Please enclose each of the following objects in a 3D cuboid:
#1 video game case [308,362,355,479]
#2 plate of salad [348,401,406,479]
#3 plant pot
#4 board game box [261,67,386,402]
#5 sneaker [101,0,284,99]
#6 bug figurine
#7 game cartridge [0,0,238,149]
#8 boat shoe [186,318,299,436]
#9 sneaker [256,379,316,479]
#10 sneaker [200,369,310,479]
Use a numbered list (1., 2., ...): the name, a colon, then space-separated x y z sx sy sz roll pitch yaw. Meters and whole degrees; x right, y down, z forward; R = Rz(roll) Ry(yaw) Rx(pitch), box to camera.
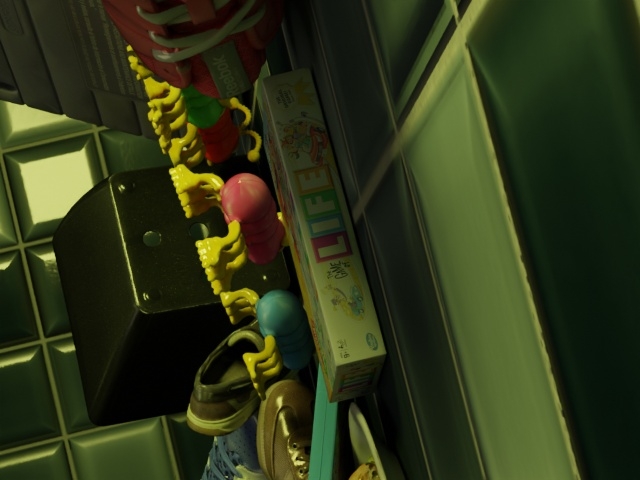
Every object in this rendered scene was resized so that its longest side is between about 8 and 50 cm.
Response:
1. video game case: 0.011 0.147 1.056 0.166 0.015 0.119 83 -170 -49
2. plate of salad: 0.032 0.186 0.932 0.200 0.048 0.200 166 90 -85
3. plant pot: -0.112 0.029 1.456 0.167 0.187 0.188 115 144 -63
4. board game box: 0.000 0.000 0.909 0.103 0.026 0.154 95 161 -74
5. sneaker: -0.056 -0.137 0.824 0.314 0.116 0.136 -59 -51 -86
6. bug figurine: -0.064 -0.035 1.262 0.216 0.072 0.279 72 177 -64
7. game cartridge: -0.183 -0.189 1.375 0.355 0.230 0.068 89 -167 -67
8. boat shoe: -0.051 0.091 1.329 0.152 0.056 0.049 -52 -25 -50
9. sneaker: 0.005 0.192 1.282 0.071 0.066 0.188 -22 77 58
10. sneaker: -0.071 0.236 1.456 0.127 0.182 0.315 -111 8 -46
